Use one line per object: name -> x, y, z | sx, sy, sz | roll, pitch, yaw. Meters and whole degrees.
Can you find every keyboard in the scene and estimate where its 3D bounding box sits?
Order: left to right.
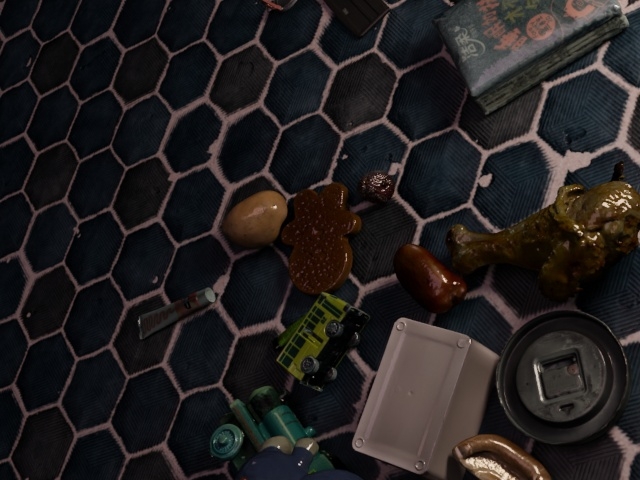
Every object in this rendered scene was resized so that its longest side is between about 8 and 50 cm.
keyboard -> 0.078, -0.522, 2.214 | 0.103, 0.041, 0.381 | -43, 47, 11

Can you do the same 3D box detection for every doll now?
doll -> -0.028, 0.446, 1.675 | 0.258, 0.154, 0.228 | 21, 72, 19

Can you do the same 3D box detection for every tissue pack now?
tissue pack -> 0.182, 0.277, 1.733 | 0.159, 0.136, 0.246 | 14, 78, 36
tissue pack -> 0.391, -0.416, 1.921 | 0.315, 0.103, 0.228 | -31, 55, 17

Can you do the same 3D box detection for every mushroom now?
mushroom -> 0.314, 0.387, 1.639 | 0.209, 0.072, 0.094 | 36, 87, 26

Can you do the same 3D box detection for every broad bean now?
broad bean -> 0.191, 0.068, 1.833 | 0.084, 0.114, 0.165 | -21, 50, -27

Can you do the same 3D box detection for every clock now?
clock -> 0.402, 0.228, 1.670 | 0.226, 0.049, 0.226 | -13, 64, 29

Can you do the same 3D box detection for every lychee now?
lychee -> 0.110, -0.104, 1.987 | 0.083, 0.068, 0.067 | -4, 109, 49

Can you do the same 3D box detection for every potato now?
potato -> -0.131, -0.042, 2.089 | 0.147, 0.112, 0.112 | -37, 55, 20

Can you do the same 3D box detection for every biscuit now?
biscuit -> 0.000, 0.000, 2.030 | 0.179, 0.039, 0.236 | -8, 66, 27

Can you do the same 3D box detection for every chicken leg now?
chicken leg -> 0.386, 0.017, 1.724 | 0.361, 0.140, 0.212 | -26, 37, 33

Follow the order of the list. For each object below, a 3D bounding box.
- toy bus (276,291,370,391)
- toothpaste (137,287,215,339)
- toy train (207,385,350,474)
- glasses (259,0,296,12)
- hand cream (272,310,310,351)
toy bus -> 0.004, 0.187, 1.915 | 0.101, 0.088, 0.175 | 35, 91, 39
toothpaste -> -0.314, 0.153, 2.169 | 0.205, 0.036, 0.056 | -26, 60, 26
toy train -> -0.074, 0.405, 1.859 | 0.194, 0.120, 0.298 | -41, 53, 2
glasses -> -0.138, -0.661, 2.260 | 0.118, 0.268, 0.234 | 15, 86, 48
hand cream -> -0.047, 0.173, 1.994 | 0.122, 0.023, 0.036 | -38, 34, 15
